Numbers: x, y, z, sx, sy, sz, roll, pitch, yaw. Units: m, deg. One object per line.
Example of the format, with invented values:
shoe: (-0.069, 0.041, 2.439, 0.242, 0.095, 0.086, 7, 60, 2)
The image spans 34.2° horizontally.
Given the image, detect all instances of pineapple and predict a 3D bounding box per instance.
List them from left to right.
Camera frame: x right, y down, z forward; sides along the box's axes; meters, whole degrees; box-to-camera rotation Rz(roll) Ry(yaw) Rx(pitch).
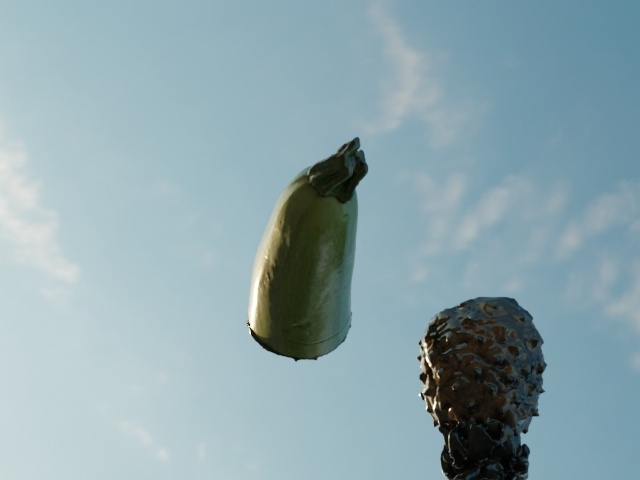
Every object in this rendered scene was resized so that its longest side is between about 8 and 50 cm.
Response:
pineapple: (0.127, 0.144, 0.808, 0.108, 0.198, 0.108, 3, -33, 2)

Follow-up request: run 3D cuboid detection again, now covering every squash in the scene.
squash: (0.000, 0.000, 0.826, 0.094, 0.094, 0.224, 35, -38, 16)
